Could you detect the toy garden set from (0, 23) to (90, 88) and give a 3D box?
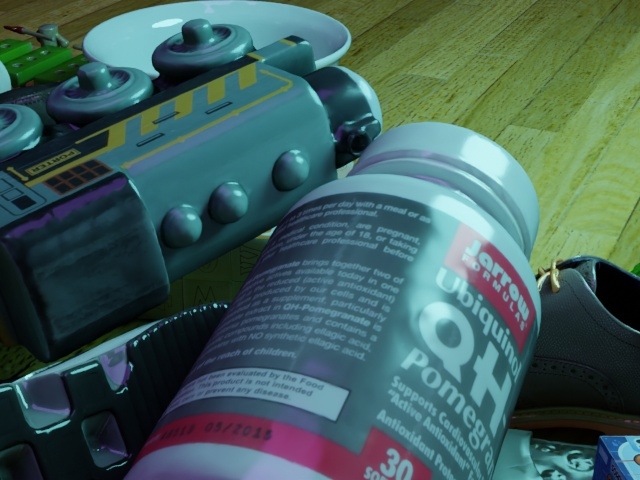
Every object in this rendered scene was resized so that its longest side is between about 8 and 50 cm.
[{"bbox_3d":[-0.379,-0.241,1.497,0.244,0.049,0.204,13,32,25],"label":"toy garden set"}]

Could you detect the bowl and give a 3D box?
[{"bbox_3d":[-0.115,-0.172,1.266,0.298,0.134,0.298,0,28,0],"label":"bowl"}]

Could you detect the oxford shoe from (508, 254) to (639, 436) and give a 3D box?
[{"bbox_3d":[0.150,0.063,0.809,0.364,0.132,0.130,6,28,11],"label":"oxford shoe"}]

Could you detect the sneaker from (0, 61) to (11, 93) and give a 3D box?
[{"bbox_3d":[-0.532,-0.152,1.257,0.323,0.130,0.236,-25,26,-32],"label":"sneaker"}]

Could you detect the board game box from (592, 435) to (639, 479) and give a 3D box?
[{"bbox_3d":[0.271,0.157,0.618,0.201,0.035,0.136,1,21,-6],"label":"board game box"}]

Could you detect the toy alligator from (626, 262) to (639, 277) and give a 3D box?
[{"bbox_3d":[0.300,0.033,0.968,0.051,0.056,0.190,50,38,1],"label":"toy alligator"}]

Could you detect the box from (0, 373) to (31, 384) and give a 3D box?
[{"bbox_3d":[-0.186,0.132,0.787,0.162,0.029,0.116,-9,28,-20],"label":"box"}]

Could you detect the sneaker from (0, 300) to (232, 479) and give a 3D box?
[{"bbox_3d":[-0.135,0.123,0.691,0.330,0.122,0.146,-7,-14,-46],"label":"sneaker"}]

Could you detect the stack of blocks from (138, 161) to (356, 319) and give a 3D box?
[{"bbox_3d":[0.000,0.000,0.982,0.297,0.087,0.171,3,27,6],"label":"stack of blocks"}]

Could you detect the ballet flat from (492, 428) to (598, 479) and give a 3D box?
[{"bbox_3d":[0.196,0.167,0.706,0.250,0.058,0.084,6,31,0],"label":"ballet flat"}]

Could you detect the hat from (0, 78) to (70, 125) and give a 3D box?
[{"bbox_3d":[-0.257,-0.063,0.946,0.331,0.134,0.331,-17,26,9],"label":"hat"}]

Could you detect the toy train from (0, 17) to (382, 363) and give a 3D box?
[{"bbox_3d":[-0.115,-0.045,0.766,0.334,0.142,0.190,-28,36,-28],"label":"toy train"}]

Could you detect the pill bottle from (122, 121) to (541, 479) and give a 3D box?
[{"bbox_3d":[0.027,0.074,0.642,0.176,0.176,0.318,10,44,19],"label":"pill bottle"}]
